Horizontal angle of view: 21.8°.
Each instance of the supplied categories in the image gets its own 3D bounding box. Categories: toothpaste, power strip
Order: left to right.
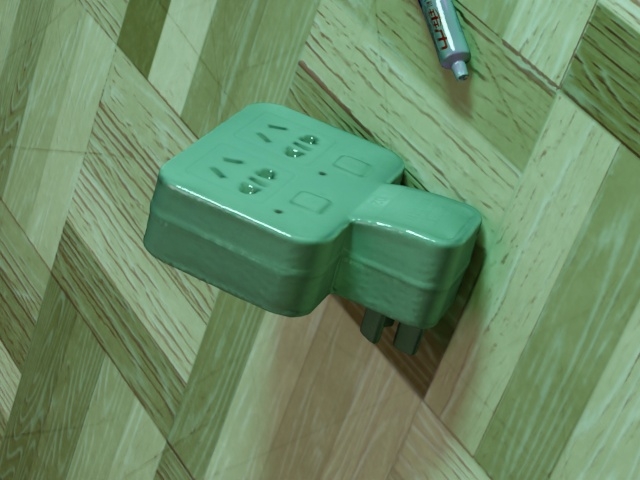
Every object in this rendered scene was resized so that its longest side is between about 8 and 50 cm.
[{"bbox_3d":[0.000,0.000,1.490,0.261,0.229,0.141,23,121,14],"label":"power strip"},{"bbox_3d":[0.102,-0.216,1.485,0.045,0.028,0.170,-39,58,40],"label":"toothpaste"}]
